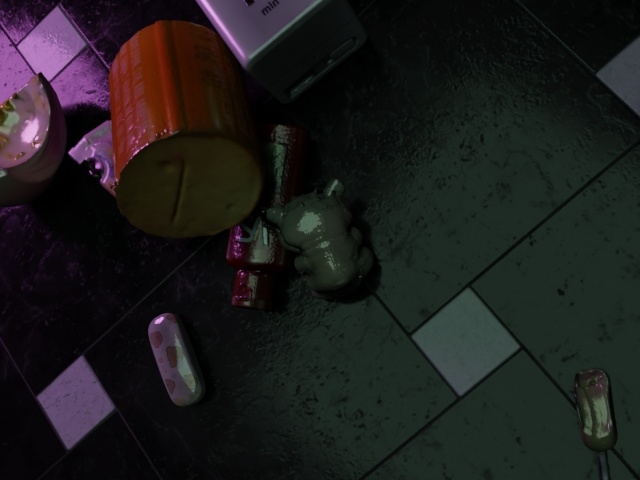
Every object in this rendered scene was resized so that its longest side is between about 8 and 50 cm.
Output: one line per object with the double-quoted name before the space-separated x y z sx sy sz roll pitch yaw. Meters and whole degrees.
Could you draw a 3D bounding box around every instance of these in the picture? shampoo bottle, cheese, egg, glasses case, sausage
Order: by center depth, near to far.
"cheese" 0.387 0.265 1.064 0.048 0.092 0.171 -7 78 25
"sausage" -0.217 -0.177 1.224 0.233 0.233 0.287 -26 50 13
"shampoo bottle" -0.093 -0.041 1.285 0.118 0.076 0.314 7 83 16
"glasses case" -0.246 0.203 1.311 0.063 0.041 0.164 -27 74 12
"egg" -0.564 -0.158 1.421 0.206 0.162 0.271 -13 38 47

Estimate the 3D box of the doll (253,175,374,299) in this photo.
"doll" 0.000 0.000 1.215 0.149 0.095 0.192 -28 91 3

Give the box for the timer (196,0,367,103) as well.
"timer" -0.066 -0.377 1.273 0.192 0.194 0.195 -37 73 9

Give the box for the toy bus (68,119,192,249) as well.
"toy bus" -0.320 -0.103 1.365 0.274 0.090 0.112 39 88 20
